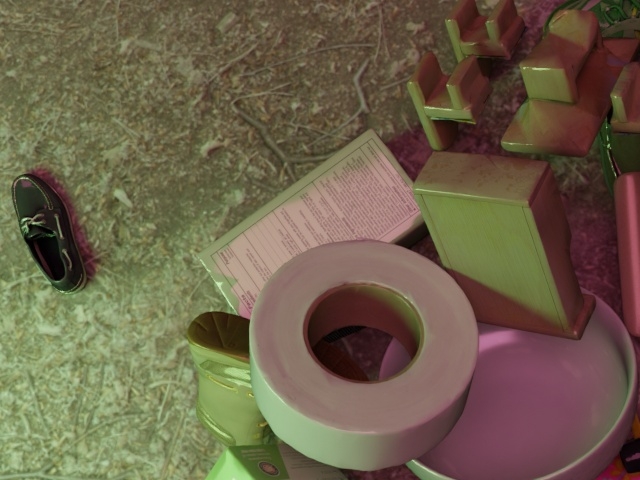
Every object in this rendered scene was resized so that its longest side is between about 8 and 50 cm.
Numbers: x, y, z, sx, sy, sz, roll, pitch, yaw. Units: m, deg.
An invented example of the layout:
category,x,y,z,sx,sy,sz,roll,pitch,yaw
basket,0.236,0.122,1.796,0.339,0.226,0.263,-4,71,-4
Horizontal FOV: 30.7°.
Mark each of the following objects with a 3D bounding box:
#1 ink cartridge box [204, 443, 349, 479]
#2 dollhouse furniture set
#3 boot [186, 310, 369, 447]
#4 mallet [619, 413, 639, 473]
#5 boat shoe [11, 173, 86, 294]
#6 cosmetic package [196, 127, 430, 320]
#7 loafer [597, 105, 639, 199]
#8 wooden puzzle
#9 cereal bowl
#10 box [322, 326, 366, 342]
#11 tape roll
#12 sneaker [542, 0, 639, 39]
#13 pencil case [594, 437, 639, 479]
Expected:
category,x,y,z,sx,sy,sz,roll,pitch,yaw
ink cartridge box,0.016,0.419,1.479,0.353,0.207,0.119,43,107,31
dollhouse furniture set,0.305,-0.109,1.528,0.362,0.256,0.394,9,52,34
boot,-0.059,0.218,1.584,0.262,0.203,0.095,18,45,15
mallet,0.419,0.228,1.535,0.062,0.190,0.039,-14,121,17
boat shoe,-0.413,-0.016,1.752,0.075,0.065,0.206,-28,77,3
cosmetic package,0.000,0.000,1.661,0.309,0.113,0.160,-35,77,2
loafer,0.434,-0.136,1.629,0.094,0.087,0.251,-21,78,5
wooden puzzle,0.514,0.015,1.581,0.238,0.044,0.221,-3,86,-12
cereal bowl,0.250,0.212,1.537,0.339,0.141,0.339,-9,46,10
box,0.026,0.113,1.635,0.162,0.116,0.029,-25,75,4
tape roll,0.052,0.137,1.455,0.286,0.100,0.286,1,53,-1
sneaker,0.460,-0.321,1.640,0.295,0.123,0.109,-7,79,8
pencil case,0.435,0.319,1.537,0.284,0.124,0.124,-22,77,5
